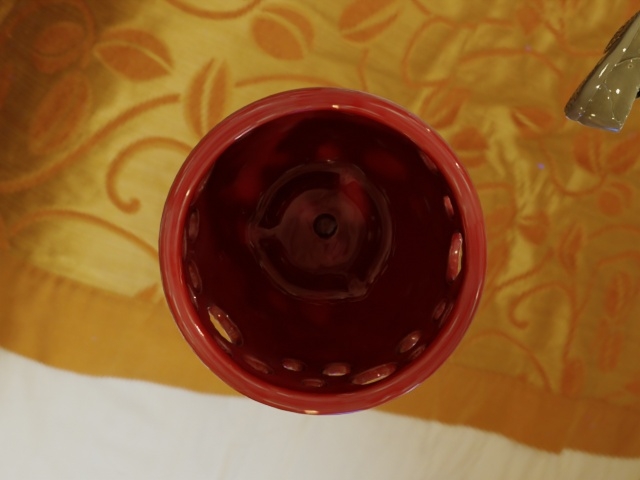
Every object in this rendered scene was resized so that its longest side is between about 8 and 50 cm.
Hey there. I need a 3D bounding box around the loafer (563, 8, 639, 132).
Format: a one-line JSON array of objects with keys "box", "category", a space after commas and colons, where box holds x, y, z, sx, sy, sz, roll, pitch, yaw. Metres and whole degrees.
[{"box": [0.254, -0.143, 0.966, 0.148, 0.050, 0.056, -51, 180, -14], "category": "loafer"}]

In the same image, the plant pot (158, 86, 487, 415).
[{"box": [0.000, 0.000, 0.755, 0.191, 0.174, 0.191, 0, 95, -2], "category": "plant pot"}]
